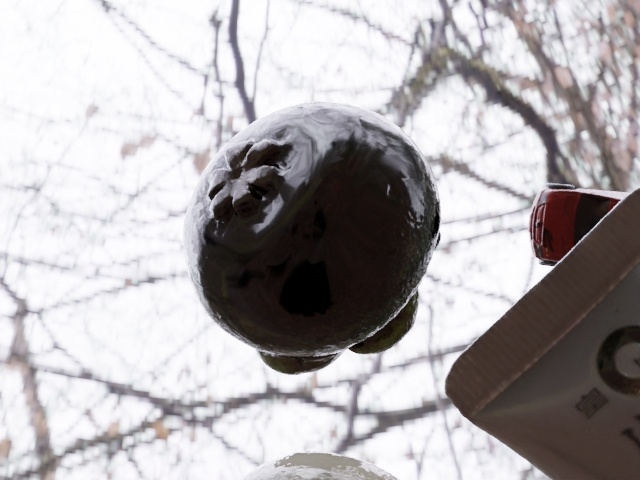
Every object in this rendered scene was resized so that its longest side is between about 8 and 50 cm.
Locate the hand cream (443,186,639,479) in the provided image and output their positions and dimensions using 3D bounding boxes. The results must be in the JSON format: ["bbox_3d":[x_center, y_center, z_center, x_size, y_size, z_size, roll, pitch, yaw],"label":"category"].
[{"bbox_3d":[0.211,0.124,0.717,0.314,0.089,0.140,44,-93,5],"label":"hand cream"}]

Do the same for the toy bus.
[{"bbox_3d":[0.302,-0.009,1.570,0.195,0.089,0.081,4,-88,-23],"label":"toy bus"}]

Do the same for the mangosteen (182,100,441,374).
[{"bbox_3d":[0.000,0.000,1.325,0.243,0.243,0.243,-1,-61,-1],"label":"mangosteen"}]

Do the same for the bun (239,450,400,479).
[{"bbox_3d":[0.008,0.227,1.133,0.172,0.120,0.173,5,-77,21],"label":"bun"}]
